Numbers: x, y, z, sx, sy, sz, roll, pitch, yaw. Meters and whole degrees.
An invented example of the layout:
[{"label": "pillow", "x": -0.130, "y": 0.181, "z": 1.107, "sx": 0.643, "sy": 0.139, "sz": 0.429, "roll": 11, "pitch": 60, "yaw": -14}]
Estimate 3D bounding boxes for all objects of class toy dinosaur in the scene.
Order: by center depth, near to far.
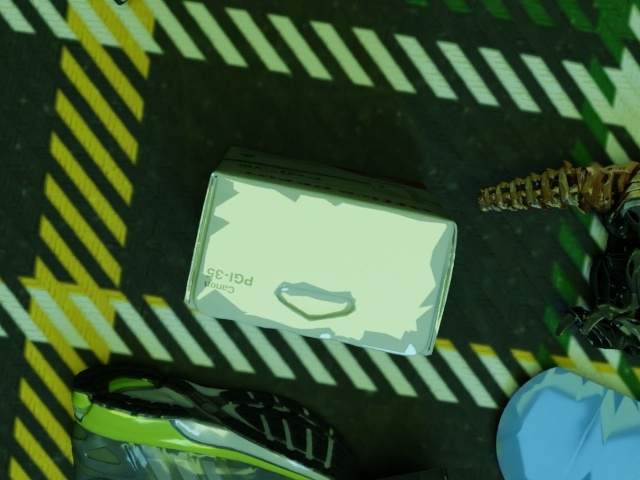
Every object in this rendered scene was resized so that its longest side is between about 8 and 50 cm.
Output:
[{"label": "toy dinosaur", "x": 0.317, "y": -0.001, "z": 1.254, "sx": 0.321, "sy": 0.164, "sz": 0.218, "roll": 9, "pitch": 83, "yaw": 16}]

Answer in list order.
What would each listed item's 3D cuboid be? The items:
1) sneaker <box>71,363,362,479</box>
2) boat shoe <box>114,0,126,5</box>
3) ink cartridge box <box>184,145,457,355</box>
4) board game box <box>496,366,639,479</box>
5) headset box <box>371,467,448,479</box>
[{"label": "sneaker", "x": -0.106, "y": 0.214, "z": 1.285, "sx": 0.299, "sy": 0.111, "sz": 0.121, "roll": 16, "pitch": 114, "yaw": -2}, {"label": "boat shoe", "x": -0.144, "y": -0.272, "z": 1.235, "sx": 0.142, "sy": 0.049, "sz": 0.040, "roll": -27, "pitch": 117, "yaw": 4}, {"label": "ink cartridge box", "x": 0.000, "y": 0.000, "z": 1.153, "sx": 0.207, "sy": 0.283, "sz": 0.117, "roll": 12, "pitch": 98, "yaw": -3}, {"label": "board game box", "x": 0.261, "y": 0.203, "z": 1.316, "sx": 0.168, "sy": 0.033, "sz": 0.133, "roll": 23, "pitch": 102, "yaw": 1}, {"label": "headset box", "x": 0.084, "y": 0.387, "z": 1.195, "sx": 0.131, "sy": 0.283, "sz": 0.246, "roll": -11, "pitch": 121, "yaw": 1}]
